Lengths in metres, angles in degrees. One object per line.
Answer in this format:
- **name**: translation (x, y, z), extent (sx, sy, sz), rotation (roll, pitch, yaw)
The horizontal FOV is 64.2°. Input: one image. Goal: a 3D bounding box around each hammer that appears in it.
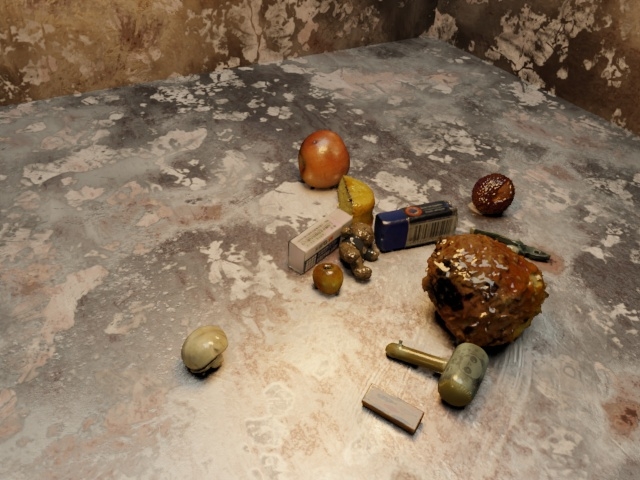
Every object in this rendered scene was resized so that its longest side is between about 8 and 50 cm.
- **hammer**: translation (0.342, 0.372, 1.563), extent (0.305, 0.113, 0.202), rotation (16, 38, 28)

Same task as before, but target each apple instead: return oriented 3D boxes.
- **apple**: translation (0.025, 0.136, 1.812), extent (0.114, 0.102, 0.099), rotation (10, 27, 19)
- **apple**: translation (0.006, -0.360, 2.283), extent (0.253, 0.254, 0.254), rotation (2, 40, -2)

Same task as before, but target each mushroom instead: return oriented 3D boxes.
- **mushroom**: translation (-0.344, 0.330, 1.546), extent (0.154, 0.123, 0.154), rotation (-31, 23, 14)

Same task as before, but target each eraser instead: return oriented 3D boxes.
- **eraser**: translation (0.378, -0.057, 2.025), extent (0.331, 0.155, 0.102), rotation (-11, 40, -14)
- **eraser**: translation (0.000, 0.000, 1.948), extent (0.086, 0.130, 0.287), rotation (32, 47, 27)

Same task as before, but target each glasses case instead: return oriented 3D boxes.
- **glasses case**: translation (0.205, 0.480, 1.457), extent (0.169, 0.041, 0.065), rotation (25, 56, 23)

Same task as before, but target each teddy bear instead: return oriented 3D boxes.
- **teddy bear**: translation (0.131, 0.030, 1.930), extent (0.129, 0.182, 0.251), rotation (-19, 30, 33)

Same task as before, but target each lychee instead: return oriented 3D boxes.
- **lychee**: translation (0.746, -0.208, 2.217), extent (0.187, 0.188, 0.188), rotation (2, 40, -2)

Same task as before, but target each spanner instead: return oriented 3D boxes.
- **spanner**: translation (0.751, 0.019, 2.045), extent (0.324, 0.040, 0.096), rotation (19, 43, 20)

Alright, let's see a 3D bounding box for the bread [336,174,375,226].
- **bread**: translation (0.156, -0.149, 2.118), extent (0.147, 0.161, 0.261), rotation (2, 33, -11)

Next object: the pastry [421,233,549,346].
- **pastry**: translation (0.519, 0.169, 1.658), extent (0.404, 0.293, 0.337), rotation (29, 43, 5)
